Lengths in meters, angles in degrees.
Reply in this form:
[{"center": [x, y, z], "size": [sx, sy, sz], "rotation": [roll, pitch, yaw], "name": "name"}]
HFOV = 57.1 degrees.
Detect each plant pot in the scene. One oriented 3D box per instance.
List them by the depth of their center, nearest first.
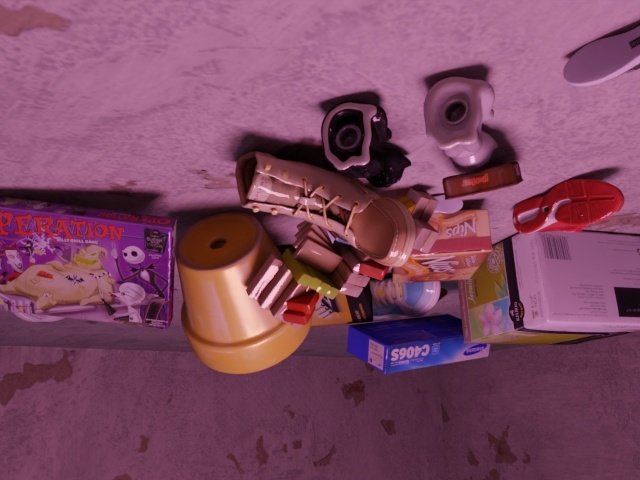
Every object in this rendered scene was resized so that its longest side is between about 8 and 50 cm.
[{"center": [-0.161, 0.083, 1.123], "size": [0.254, 0.254, 0.238], "rotation": [-6, 131, 10], "name": "plant pot"}]

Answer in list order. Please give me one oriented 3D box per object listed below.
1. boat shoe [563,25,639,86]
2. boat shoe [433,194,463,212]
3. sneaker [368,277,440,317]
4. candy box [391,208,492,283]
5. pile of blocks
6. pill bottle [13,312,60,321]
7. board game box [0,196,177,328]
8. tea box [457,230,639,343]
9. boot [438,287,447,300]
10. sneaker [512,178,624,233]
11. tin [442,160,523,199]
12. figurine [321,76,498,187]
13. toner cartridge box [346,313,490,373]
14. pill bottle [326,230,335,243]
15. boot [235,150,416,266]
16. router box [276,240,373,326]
[{"center": [0.341, -0.204, 0.640], "size": [0.142, 0.049, 0.040], "rotation": [-21, 155, 40], "name": "boat shoe"}, {"center": [0.210, -0.066, 1.084], "size": [0.100, 0.035, 0.035], "rotation": [-8, -171, 5], "name": "boat shoe"}, {"center": [0.158, 0.150, 1.591], "size": [0.208, 0.127, 0.319], "rotation": [6, 159, -30], "name": "sneaker"}, {"center": [0.240, 0.022, 1.235], "size": [0.183, 0.087, 0.316], "rotation": [-5, 165, 5], "name": "candy box"}, {"center": [0.051, 0.024, 0.986], "size": [0.362, 0.112, 0.149], "rotation": [-34, 128, -3], "name": "pile of blocks"}, {"center": [-0.540, 0.079, 1.205], "size": [0.160, 0.160, 0.283], "rotation": [12, 158, -38], "name": "pill bottle"}, {"center": [-0.426, 0.039, 1.005], "size": [0.347, 0.208, 0.056], "rotation": [7, -157, -4], "name": "board game box"}, {"center": [0.557, 0.126, 1.420], "size": [0.329, 0.219, 0.323], "rotation": [5, 160, -20], "name": "tea box"}, {"center": [0.314, 0.147, 1.698], "size": [0.153, 0.072, 0.197], "rotation": [10, 170, -32], "name": "boot"}, {"center": [0.477, -0.062, 1.082], "size": [0.128, 0.086, 0.221], "rotation": [-2, 176, -30], "name": "sneaker"}, {"center": [0.248, -0.092, 0.892], "size": [0.106, 0.040, 0.190], "rotation": [-7, -175, 24], "name": "tin"}, {"center": [0.135, -0.130, 0.801], "size": [0.215, 0.092, 0.209], "rotation": [-9, 170, 19], "name": "figurine"}, {"center": [0.257, 0.260, 1.520], "size": [0.348, 0.075, 0.165], "rotation": [-1, -168, -31], "name": "toner cartridge box"}, {"center": [0.000, 0.000, 1.229], "size": [0.044, 0.043, 0.083], "rotation": [7, 160, -27], "name": "pill bottle"}, {"center": [-0.002, -0.051, 0.832], "size": [0.204, 0.095, 0.262], "rotation": [11, -159, -30], "name": "boot"}, {"center": [-0.012, 0.113, 1.418], "size": [0.243, 0.080, 0.308], "rotation": [-6, 149, 11], "name": "router box"}]
